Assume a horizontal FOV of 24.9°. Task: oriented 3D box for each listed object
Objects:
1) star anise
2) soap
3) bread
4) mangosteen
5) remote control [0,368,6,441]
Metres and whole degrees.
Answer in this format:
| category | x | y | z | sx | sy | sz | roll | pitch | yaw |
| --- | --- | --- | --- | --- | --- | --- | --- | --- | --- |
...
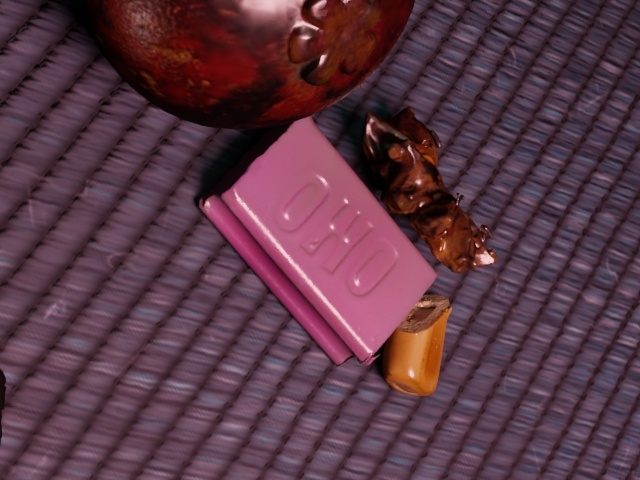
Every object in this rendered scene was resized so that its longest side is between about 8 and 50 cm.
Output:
| category | x | y | z | sx | sy | sz | roll | pitch | yaw |
| --- | --- | --- | --- | --- | --- | --- | --- | --- | --- |
| star anise | 0.082 | -0.060 | 1.292 | 0.073 | 0.177 | 0.234 | -30 | 135 | 3 |
| soap | 0.000 | 0.000 | 1.286 | 0.203 | 0.065 | 0.122 | 50 | 61 | -17 |
| bread | 0.086 | 0.089 | 1.332 | 0.062 | 0.049 | 0.103 | 36 | 60 | -54 |
| mangosteen | -0.067 | -0.241 | 1.168 | 0.311 | 0.311 | 0.311 | 6 | 79 | -31 |
| remote control | -0.386 | 0.038 | 1.002 | 0.399 | 0.144 | 0.062 | 34 | 104 | -23 |
